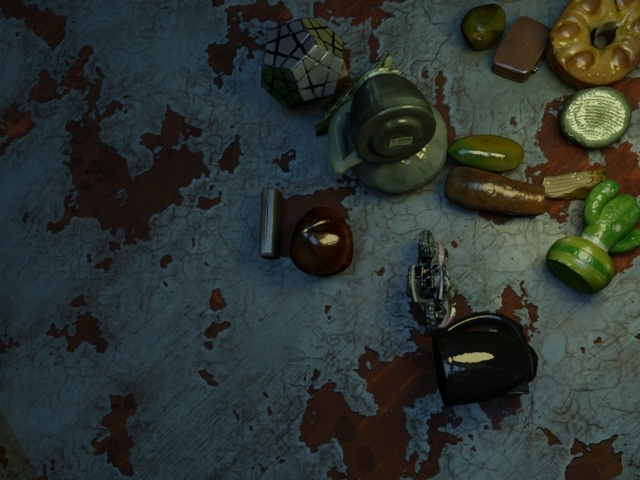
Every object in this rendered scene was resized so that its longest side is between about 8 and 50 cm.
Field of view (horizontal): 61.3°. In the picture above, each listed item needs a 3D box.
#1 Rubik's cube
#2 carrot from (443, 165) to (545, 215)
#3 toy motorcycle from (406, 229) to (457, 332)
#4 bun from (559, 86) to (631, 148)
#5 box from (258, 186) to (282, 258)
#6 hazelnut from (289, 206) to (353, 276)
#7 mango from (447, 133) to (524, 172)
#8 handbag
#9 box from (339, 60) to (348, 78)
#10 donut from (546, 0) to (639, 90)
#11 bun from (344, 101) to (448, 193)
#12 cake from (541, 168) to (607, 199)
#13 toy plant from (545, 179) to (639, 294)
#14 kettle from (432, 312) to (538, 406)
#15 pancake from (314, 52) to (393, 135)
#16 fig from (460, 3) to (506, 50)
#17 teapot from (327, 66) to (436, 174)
[{"bbox_3d":[-0.064,-0.611,1.870,0.319,0.319,0.264,-13,104,13],"label":"Rubik's cube"},{"bbox_3d":[0.541,-0.152,1.696,0.302,0.139,0.139,10,83,17],"label":"carrot"},{"bbox_3d":[0.352,0.137,1.689,0.143,0.188,0.327,-11,62,24],"label":"toy motorcycle"},{"bbox_3d":[0.838,-0.376,1.657,0.195,0.118,0.195,5,105,18],"label":"bun"},{"bbox_3d":[-0.174,-0.059,1.889,0.055,0.103,0.244,-1,80,11],"label":"box"},{"bbox_3d":[0.000,0.000,1.776,0.229,0.229,0.229,-3,79,15],"label":"hazelnut"},{"bbox_3d":[0.528,-0.285,1.724,0.237,0.091,0.137,15,45,6],"label":"mango"},{"bbox_3d":[0.668,-0.626,1.780,0.151,0.072,0.193,30,87,19],"label":"handbag"},{"bbox_3d":[0.070,-0.631,1.975,0.046,0.012,0.083,-17,76,11],"label":"box"},{"bbox_3d":[0.856,-0.617,1.661,0.317,0.150,0.299,-12,81,1],"label":"donut"},{"bbox_3d":[0.238,-0.328,1.770,0.362,0.211,0.362,-4,76,16],"label":"bun"},{"bbox_3d":[0.777,-0.169,1.645,0.185,0.116,0.080,10,78,13],"label":"cake"},{"bbox_3d":[0.822,-0.008,1.576,0.224,0.184,0.316,40,85,-10],"label":"toy plant"},{"bbox_3d":[0.484,0.337,1.599,0.290,0.207,0.268,-9,54,4],"label":"kettle"},{"bbox_3d":[0.111,-0.502,1.885,0.376,0.054,0.197,-38,35,21],"label":"pancake"},{"bbox_3d":[0.532,-0.699,1.788,0.154,0.165,0.144,-4,115,42],"label":"fig"},{"bbox_3d":[0.178,-0.356,1.602,0.239,0.321,0.239,1,57,-22],"label":"teapot"}]
